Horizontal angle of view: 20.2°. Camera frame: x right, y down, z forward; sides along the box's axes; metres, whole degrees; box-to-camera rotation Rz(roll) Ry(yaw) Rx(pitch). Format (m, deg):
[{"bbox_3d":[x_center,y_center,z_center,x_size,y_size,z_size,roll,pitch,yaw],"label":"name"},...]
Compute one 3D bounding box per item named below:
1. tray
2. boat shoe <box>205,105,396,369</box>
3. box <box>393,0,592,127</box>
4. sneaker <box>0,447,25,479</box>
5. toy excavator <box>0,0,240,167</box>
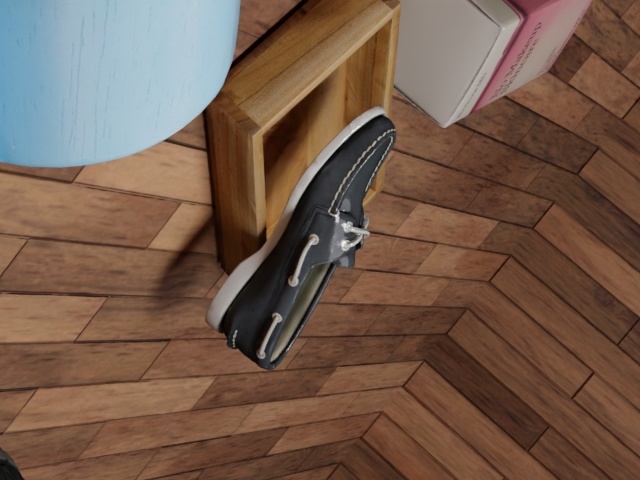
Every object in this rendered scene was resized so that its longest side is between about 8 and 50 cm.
[{"bbox_3d":[-0.019,-0.099,1.864,0.203,0.076,0.411,-43,162,-18],"label":"tray"},{"bbox_3d":[0.000,0.000,1.844,0.302,0.091,0.114,-56,163,25],"label":"boat shoe"},{"bbox_3d":[0.179,-0.242,1.955,0.232,0.127,0.148,-31,157,-48],"label":"box"},{"bbox_3d":[-0.374,0.265,1.784,0.106,0.101,0.267,-29,168,12],"label":"sneaker"},{"bbox_3d":[-0.073,-0.183,0.935,0.222,0.445,0.433,102,1,-53],"label":"toy excavator"}]
